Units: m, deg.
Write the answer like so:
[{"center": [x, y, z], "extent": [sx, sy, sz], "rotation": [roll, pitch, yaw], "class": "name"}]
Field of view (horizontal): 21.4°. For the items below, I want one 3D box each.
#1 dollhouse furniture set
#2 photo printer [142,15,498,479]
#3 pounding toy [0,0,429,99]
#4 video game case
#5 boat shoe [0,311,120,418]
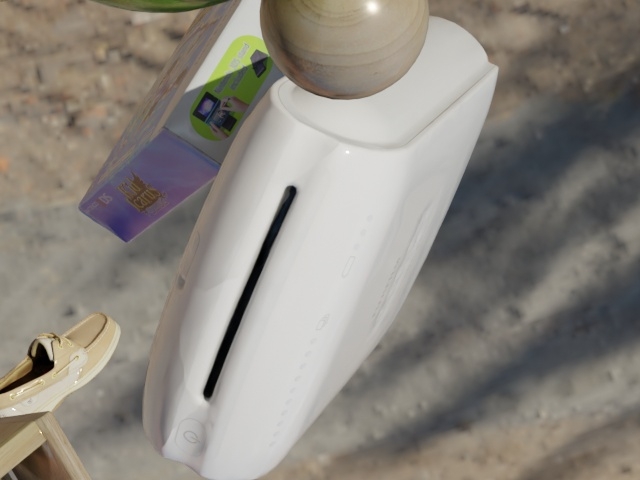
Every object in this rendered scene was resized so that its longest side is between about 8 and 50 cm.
[{"center": [-0.199, 0.186, 0.875], "extent": [0.144, 0.123, 0.151], "rotation": [-13, -159, 49], "class": "dollhouse furniture set"}, {"center": [0.000, 0.000, 1.075], "extent": [0.256, 0.107, 0.307], "rotation": [-67, 170, 23], "class": "photo printer"}, {"center": [-0.078, -0.130, 0.485], "extent": [0.110, 0.183, 0.237], "rotation": [-19, 159, 33], "class": "pounding toy"}, {"center": [-0.081, -0.136, 1.350], "extent": [0.061, 0.244, 0.269], "rotation": [35, 158, -12], "class": "video game case"}, {"center": [-0.268, 0.123, 1.695], "extent": [0.063, 0.170, 0.059], "rotation": [7, 133, 40], "class": "boat shoe"}]
